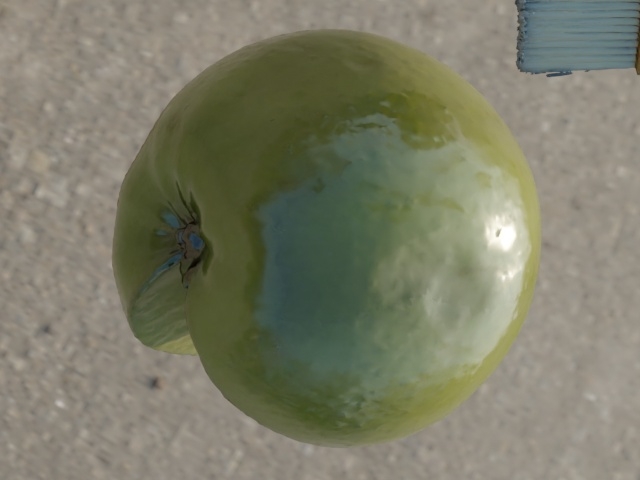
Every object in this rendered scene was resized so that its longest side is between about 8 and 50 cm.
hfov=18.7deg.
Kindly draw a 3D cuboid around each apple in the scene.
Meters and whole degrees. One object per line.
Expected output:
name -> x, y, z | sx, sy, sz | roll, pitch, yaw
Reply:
apple -> 0.000, 0.000, 1.333 | 0.254, 0.292, 0.292 | -1, 105, -42

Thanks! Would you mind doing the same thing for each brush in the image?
brush -> 0.259, -0.116, 1.013 | 0.090, 0.314, 0.017 | 78, 14, -61
